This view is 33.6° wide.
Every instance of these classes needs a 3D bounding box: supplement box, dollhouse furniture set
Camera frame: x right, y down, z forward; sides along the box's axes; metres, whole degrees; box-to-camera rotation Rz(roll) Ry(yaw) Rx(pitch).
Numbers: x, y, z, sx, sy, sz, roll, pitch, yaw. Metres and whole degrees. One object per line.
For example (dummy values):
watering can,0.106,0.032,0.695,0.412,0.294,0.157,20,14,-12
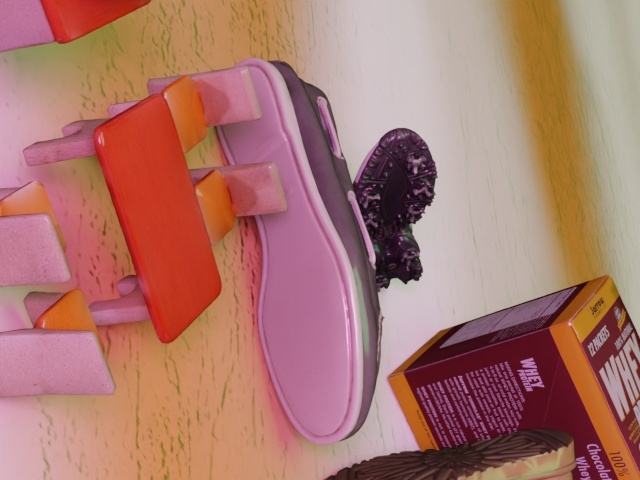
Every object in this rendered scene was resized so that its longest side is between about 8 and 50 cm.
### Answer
supplement box,0.206,0.164,0.989,0.129,0.194,0.191,-30,95,-55
dollhouse furniture set,-0.117,-0.063,0.675,0.262,0.135,0.259,-50,130,-55

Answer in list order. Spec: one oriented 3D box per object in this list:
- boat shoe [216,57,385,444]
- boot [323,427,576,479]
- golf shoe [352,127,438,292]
boat shoe,0.000,0.000,0.881,0.095,0.112,0.335,6,63,-47
boot,0.125,0.308,0.873,0.236,0.089,0.269,-7,96,-13
golf shoe,0.055,-0.042,0.962,0.198,0.077,0.094,95,-16,-51
